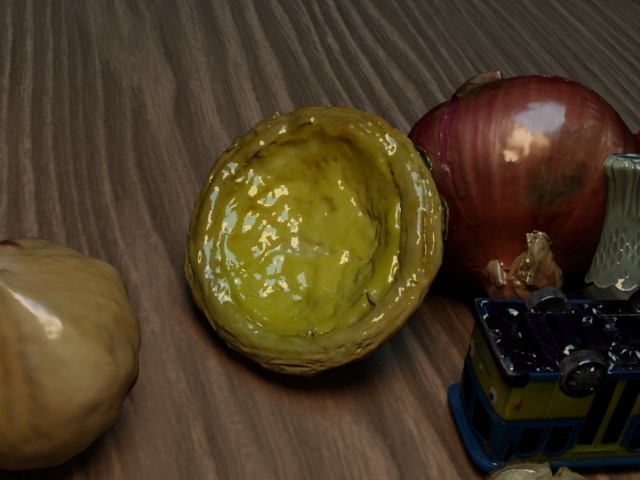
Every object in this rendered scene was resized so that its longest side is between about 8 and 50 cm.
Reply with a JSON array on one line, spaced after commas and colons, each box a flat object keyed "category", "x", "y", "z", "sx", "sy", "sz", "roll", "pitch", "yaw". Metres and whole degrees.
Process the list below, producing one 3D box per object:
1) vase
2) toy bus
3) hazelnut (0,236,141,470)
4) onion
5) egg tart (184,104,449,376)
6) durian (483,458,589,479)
[{"category": "vase", "x": 0.346, "y": -0.023, "z": 1.125, "sx": 0.081, "sy": 0.149, "sz": 0.081, "roll": 3, "pitch": 11, "yaw": -1}, {"category": "toy bus", "x": 0.306, "y": 0.157, "z": 1.129, "sx": 0.287, "sy": 0.175, "sz": 0.138, "roll": 0, "pitch": 36, "yaw": -13}, {"category": "hazelnut", "x": -0.303, "y": 0.104, "z": 1.002, "sx": 0.261, "sy": 0.241, "sz": 0.261, "roll": 4, "pitch": 42, "yaw": -4}, {"category": "onion", "x": 0.269, "y": -0.067, "z": 1.295, "sx": 0.353, "sy": 0.354, "sz": 0.354, "roll": 7, "pitch": 36, "yaw": -5}, {"category": "egg tart", "x": 0.000, "y": 0.000, "z": 1.220, "sx": 0.345, "sy": 0.132, "sz": 0.345, "roll": -7, "pitch": 70, "yaw": 20}, {"category": "durian", "x": 0.210, "y": 0.305, "z": 0.980, "sx": 0.148, "sy": 0.091, "sz": 0.188, "roll": 19, "pitch": 38, "yaw": 33}]
